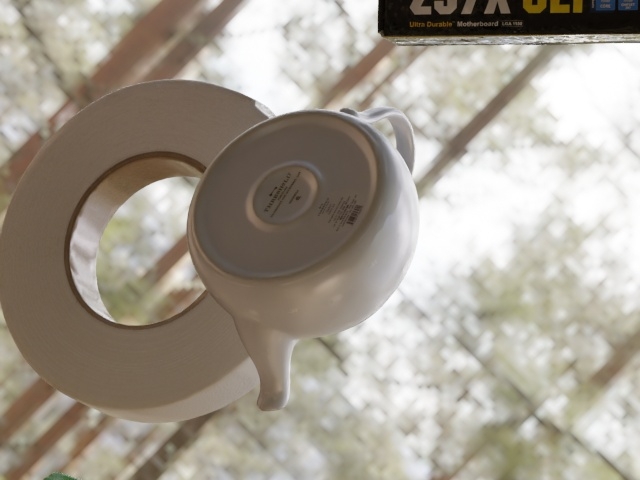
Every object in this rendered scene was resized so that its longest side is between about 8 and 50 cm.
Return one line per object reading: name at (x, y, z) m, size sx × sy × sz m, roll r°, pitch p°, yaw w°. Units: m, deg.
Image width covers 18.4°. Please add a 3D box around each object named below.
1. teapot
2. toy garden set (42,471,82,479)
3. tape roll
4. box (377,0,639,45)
teapot at (0.000, 0.000, 2.004) m, size 0.187 × 0.256 × 0.252 m, roll 55°, pitch 12°, yaw -50°
toy garden set at (-0.079, 0.277, 1.248) m, size 0.204 × 0.244 × 0.049 m, roll 15°, pitch 27°, yaw 29°
tape roll at (-0.178, 0.008, 2.205) m, size 0.392 × 0.392 × 0.072 m, roll 44°, pitch 3°, yaw 28°
box at (0.223, -0.330, 2.019) m, size 0.322 × 0.257 × 0.079 m, roll 2°, pitch -1°, yaw 16°
